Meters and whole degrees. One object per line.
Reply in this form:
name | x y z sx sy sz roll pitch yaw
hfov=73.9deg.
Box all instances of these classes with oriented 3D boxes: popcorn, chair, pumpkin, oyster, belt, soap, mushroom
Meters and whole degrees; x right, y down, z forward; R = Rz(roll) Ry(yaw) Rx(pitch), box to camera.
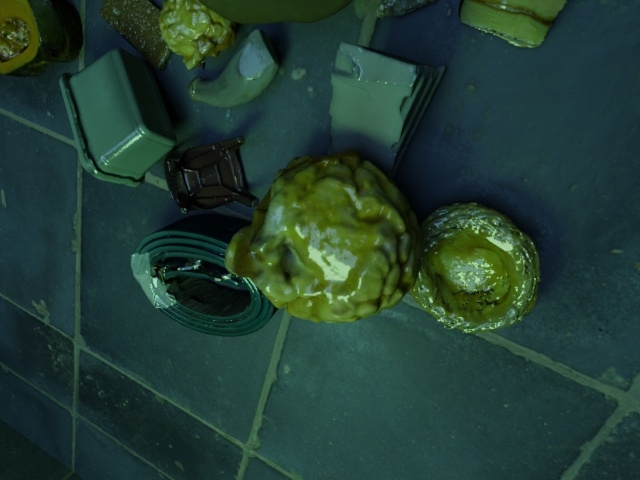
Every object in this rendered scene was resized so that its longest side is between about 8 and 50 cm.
popcorn | -0.272 -0.480 0.952 0.180 0.180 0.170 3 144 23
chair | -0.299 -0.161 1.104 0.326 0.183 0.176 -153 49 -65
pumpkin | -0.823 -0.588 1.177 0.317 0.139 0.222 -6 109 29
oyster | 0.202 -0.481 0.793 0.106 0.061 0.200 42 119 4
popcorn | 0.020 0.000 0.900 0.389 0.354 0.344 10 72 14
belt | -0.293 0.095 1.157 0.436 0.173 0.300 10 115 21
soap | 0.092 -0.217 0.825 0.158 0.258 0.302 27 118 12
mushroom | -0.203 -0.373 0.994 0.270 0.103 0.118 -19 100 34

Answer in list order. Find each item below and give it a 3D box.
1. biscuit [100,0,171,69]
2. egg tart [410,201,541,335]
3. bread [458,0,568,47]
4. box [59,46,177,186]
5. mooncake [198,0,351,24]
biscuit | -0.461 -0.558 1.084 0.231 0.025 0.131 45 119 4
egg tart | 0.316 0.054 0.901 0.288 0.118 0.288 9 113 23
bread | 0.376 -0.496 0.723 0.167 0.163 0.264 31 87 12
box | -0.496 -0.317 1.073 0.182 0.175 0.312 -28 75 20
mooncake | -0.086 -0.604 0.676 0.466 0.262 0.467 -1 132 -1
